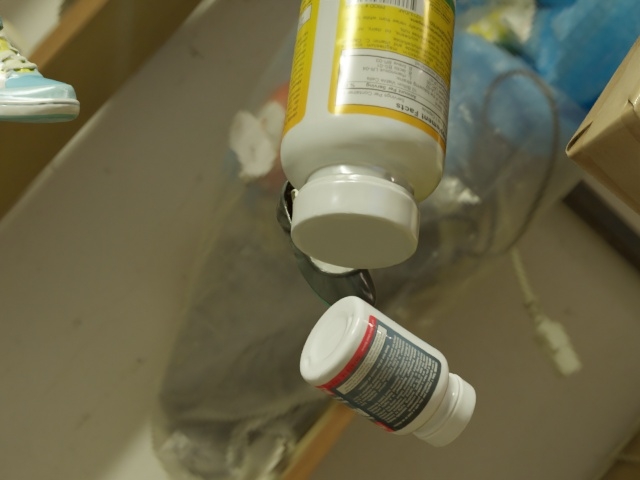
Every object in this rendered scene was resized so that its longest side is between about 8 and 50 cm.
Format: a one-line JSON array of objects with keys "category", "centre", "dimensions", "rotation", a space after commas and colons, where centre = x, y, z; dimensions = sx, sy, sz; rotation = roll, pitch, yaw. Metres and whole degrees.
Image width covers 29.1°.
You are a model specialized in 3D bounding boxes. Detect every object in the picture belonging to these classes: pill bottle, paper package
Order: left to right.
[{"category": "pill bottle", "centre": [0.034, -0.092, 0.877], "dimensions": [0.117, 0.117, 0.208], "rotation": [133, 147, -59]}, {"category": "pill bottle", "centre": [0.078, 0.150, 1.348], "dimensions": [0.108, 0.180, 0.108], "rotation": [-46, 22, 25]}, {"category": "paper package", "centre": [0.544, -0.143, 1.630], "dimensions": [0.309, 0.325, 0.168], "rotation": [-54, 5, -25]}]

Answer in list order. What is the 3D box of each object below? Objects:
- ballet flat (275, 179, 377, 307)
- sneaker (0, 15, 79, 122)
[{"category": "ballet flat", "centre": [0.000, 0.000, 1.847], "dimensions": [0.095, 0.280, 0.096], "rotation": [-16, -47, -20]}, {"category": "sneaker", "centre": [-0.481, -0.280, 1.803], "dimensions": [0.127, 0.319, 0.208], "rotation": [-5, -78, -62]}]
